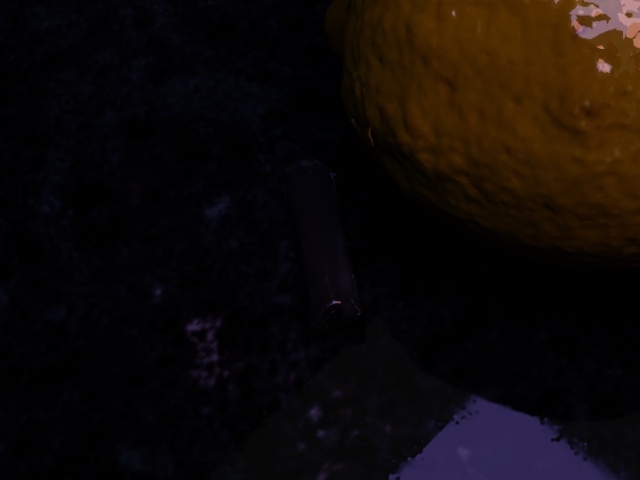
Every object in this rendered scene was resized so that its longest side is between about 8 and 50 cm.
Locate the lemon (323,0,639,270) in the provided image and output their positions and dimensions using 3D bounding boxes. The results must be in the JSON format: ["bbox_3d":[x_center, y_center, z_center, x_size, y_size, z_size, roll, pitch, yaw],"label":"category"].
[{"bbox_3d":[0.144,-0.109,0.714,0.320,0.245,0.245,15,63,23],"label":"lemon"}]

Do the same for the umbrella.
[{"bbox_3d":[0.002,0.000,0.792,0.036,0.031,0.133,3,57,-23],"label":"umbrella"}]
